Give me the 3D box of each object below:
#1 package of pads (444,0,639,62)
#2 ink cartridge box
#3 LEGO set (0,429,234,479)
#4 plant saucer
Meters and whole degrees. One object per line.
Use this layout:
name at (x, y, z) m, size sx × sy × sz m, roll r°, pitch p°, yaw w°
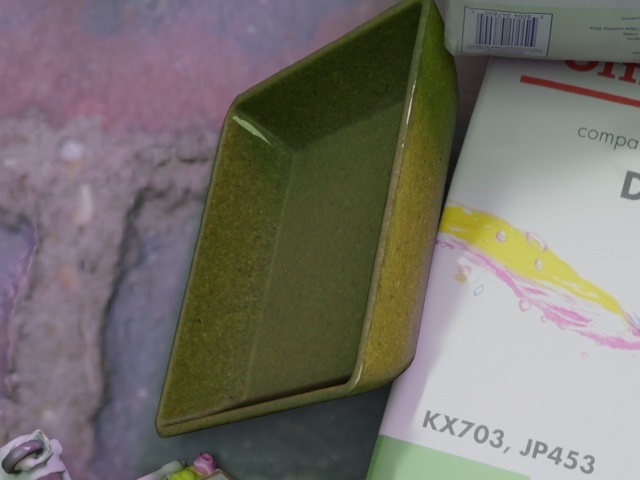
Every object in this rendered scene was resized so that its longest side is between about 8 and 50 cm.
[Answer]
package of pads at (0.177, -0.199, 0.733) m, size 0.229 × 0.101 × 0.296 m, roll 3°, pitch 47°, yaw 6°
ink cartridge box at (0.157, 0.019, 0.738) m, size 0.207 × 0.119 × 0.353 m, roll 14°, pitch 79°, yaw 11°
LEGO set at (-0.055, 0.205, 0.754) m, size 0.132 × 0.107 × 0.287 m, roll -39°, pitch 78°, yaw 33°
plant saucer at (0.000, 0.000, 0.745) m, size 0.045 × 0.188 × 0.188 m, roll 22°, pitch 68°, yaw -27°
